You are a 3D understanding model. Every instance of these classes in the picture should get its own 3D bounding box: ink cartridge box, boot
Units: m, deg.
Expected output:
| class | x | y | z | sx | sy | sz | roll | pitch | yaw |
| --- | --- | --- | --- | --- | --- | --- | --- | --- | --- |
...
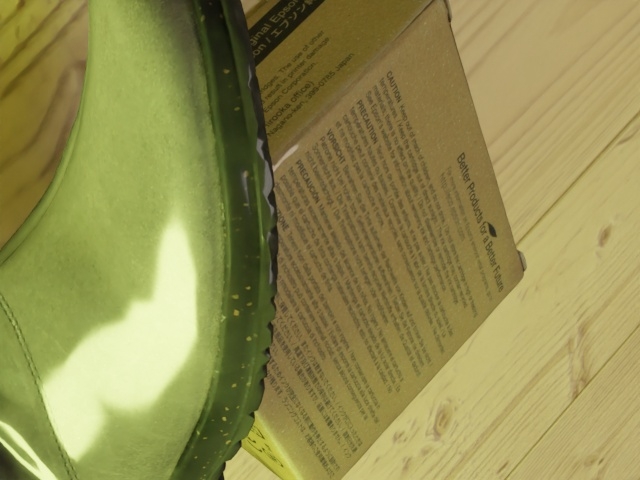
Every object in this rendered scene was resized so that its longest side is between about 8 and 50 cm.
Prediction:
| class | x | y | z | sx | sy | sz | roll | pitch | yaw |
| --- | --- | --- | --- | --- | --- | --- | --- | --- | --- |
| ink cartridge box | 0.000 | 0.000 | 0.667 | 0.193 | 0.088 | 0.234 | -46 | 141 | -17 |
| boot | -0.139 | 0.044 | 0.465 | 0.223 | 0.118 | 0.338 | 0 | 118 | -13 |
